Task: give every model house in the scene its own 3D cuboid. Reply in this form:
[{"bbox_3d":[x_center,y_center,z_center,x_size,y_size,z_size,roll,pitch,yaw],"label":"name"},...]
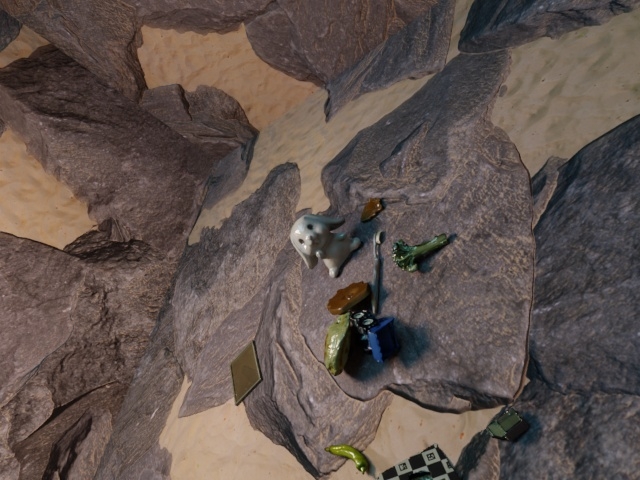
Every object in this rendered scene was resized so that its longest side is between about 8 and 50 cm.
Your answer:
[{"bbox_3d":[0.455,0.457,1.100,0.083,0.057,0.058,-36,59,-4],"label":"model house"}]

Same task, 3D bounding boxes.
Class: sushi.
[{"bbox_3d":[0.268,0.644,1.136,0.192,0.040,0.210,-24,26,-9],"label":"sushi"}]

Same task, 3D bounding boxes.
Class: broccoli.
[{"bbox_3d":[0.351,0.033,1.589,0.204,0.118,0.122,-23,12,19],"label":"broccoli"}]

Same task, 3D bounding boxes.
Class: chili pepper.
[{"bbox_3d":[0.085,0.667,1.410,0.208,0.043,0.049,-3,84,58],"label":"chili pepper"}]

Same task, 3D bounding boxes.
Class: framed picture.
[{"bbox_3d":[-0.346,0.600,2.061,0.184,0.016,0.250,-48,33,12],"label":"framed picture"}]

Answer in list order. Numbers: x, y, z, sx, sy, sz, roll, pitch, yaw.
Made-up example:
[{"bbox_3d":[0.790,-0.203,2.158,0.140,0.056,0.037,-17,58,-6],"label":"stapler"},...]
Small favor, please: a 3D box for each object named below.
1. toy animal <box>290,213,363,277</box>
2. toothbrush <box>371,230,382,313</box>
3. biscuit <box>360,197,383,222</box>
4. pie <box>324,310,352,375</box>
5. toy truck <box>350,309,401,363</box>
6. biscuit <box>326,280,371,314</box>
[{"bbox_3d":[0.018,-0.004,1.912,0.249,0.289,0.174,-36,29,-7],"label":"toy animal"},{"bbox_3d":[0.216,0.116,1.742,0.037,0.028,0.376,-19,46,34],"label":"toothbrush"},{"bbox_3d":[0.220,-0.130,1.966,0.130,0.019,0.119,-50,33,8],"label":"biscuit"},{"bbox_3d":[0.060,0.363,1.595,0.248,0.089,0.201,-70,-7,-71],"label":"pie"},{"bbox_3d":[0.189,0.311,1.508,0.126,0.113,0.208,-17,15,-11],"label":"toy truck"},{"bbox_3d":[0.104,0.219,1.729,0.182,0.034,0.215,-33,10,-9],"label":"biscuit"}]
